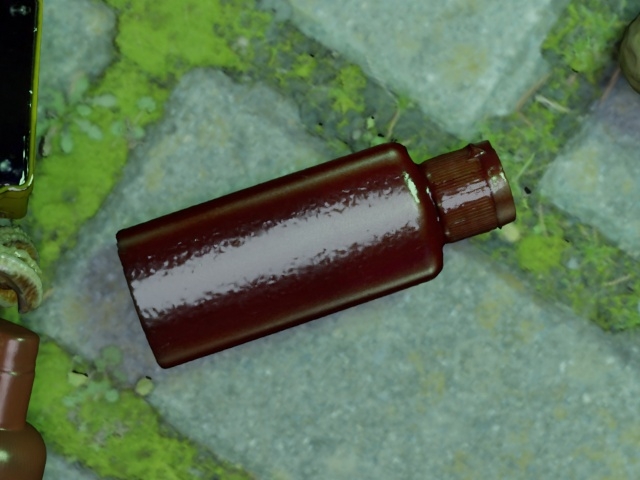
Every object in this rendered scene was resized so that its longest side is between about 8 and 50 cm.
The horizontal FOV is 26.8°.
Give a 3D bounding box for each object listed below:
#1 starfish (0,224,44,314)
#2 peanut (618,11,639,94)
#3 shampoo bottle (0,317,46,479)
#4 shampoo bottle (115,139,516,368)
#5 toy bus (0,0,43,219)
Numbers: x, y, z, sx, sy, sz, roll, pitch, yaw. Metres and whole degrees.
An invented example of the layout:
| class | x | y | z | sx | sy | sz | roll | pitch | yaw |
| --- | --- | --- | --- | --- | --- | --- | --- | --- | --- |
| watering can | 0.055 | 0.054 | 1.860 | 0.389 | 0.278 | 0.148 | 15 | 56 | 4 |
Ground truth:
| class | x | y | z | sx | sy | sz | roll | pitch | yaw |
| --- | --- | --- | --- | --- | --- | --- | --- | --- | --- |
| starfish | -0.297 | 0.065 | 0.795 | 0.312 | 0.303 | 0.113 | -11 | 117 | 10 |
| peanut | 0.302 | -0.165 | 0.884 | 0.228 | 0.085 | 0.104 | -33 | 81 | 2 |
| shampoo bottle | -0.235 | 0.176 | 0.918 | 0.085 | 0.085 | 0.244 | 12 | 96 | -5 |
| shampoo bottle | 0.000 | 0.000 | 0.906 | 0.260 | 0.064 | 0.102 | -19 | 100 | 0 |
| toy bus | -0.338 | -0.084 | 0.807 | 0.331 | 0.151 | 0.145 | 3 | 76 | -11 |
